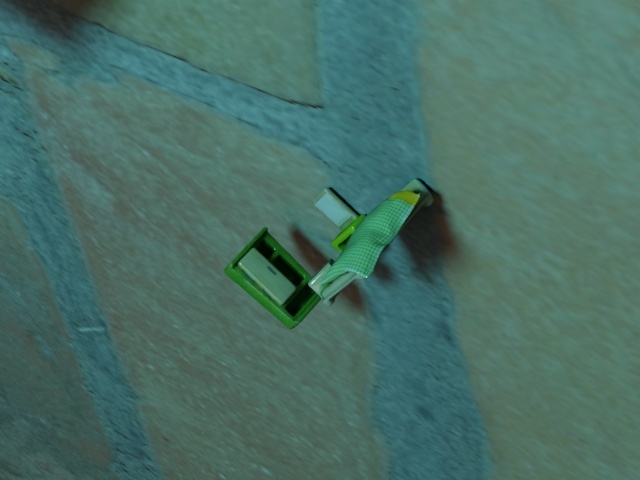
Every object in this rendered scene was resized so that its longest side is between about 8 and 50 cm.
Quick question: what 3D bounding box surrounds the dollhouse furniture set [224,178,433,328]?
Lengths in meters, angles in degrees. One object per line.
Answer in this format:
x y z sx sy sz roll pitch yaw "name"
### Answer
0.000 0.000 0.899 0.058 0.076 0.152 44 151 -3 "dollhouse furniture set"
